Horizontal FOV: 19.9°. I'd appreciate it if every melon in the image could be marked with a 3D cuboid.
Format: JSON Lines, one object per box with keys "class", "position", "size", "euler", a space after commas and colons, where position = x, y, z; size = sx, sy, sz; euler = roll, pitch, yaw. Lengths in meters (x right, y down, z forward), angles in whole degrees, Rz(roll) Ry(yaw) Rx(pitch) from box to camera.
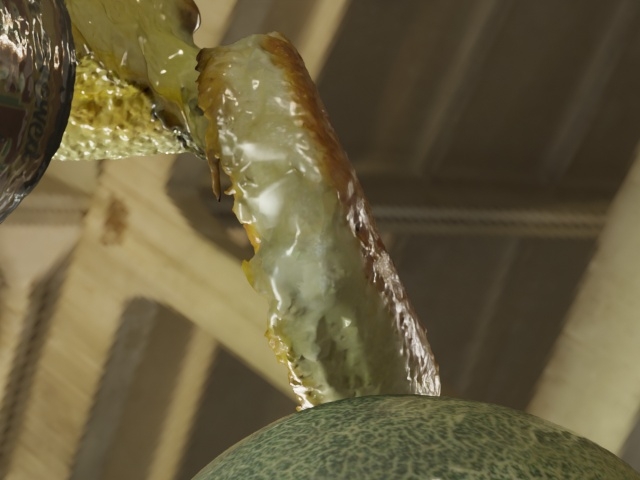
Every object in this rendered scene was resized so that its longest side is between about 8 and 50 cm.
{"class": "melon", "position": [0.053, 0.199, 0.915], "size": [0.329, 0.248, 0.249], "euler": [-1, -63, -42]}

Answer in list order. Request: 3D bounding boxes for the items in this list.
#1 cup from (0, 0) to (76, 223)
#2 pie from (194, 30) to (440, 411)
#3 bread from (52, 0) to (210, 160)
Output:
{"class": "cup", "position": [-0.273, -0.065, 0.901], "size": [0.257, 0.227, 0.301], "euler": [22, -112, -76]}
{"class": "pie", "position": [0.000, 0.000, 1.191], "size": [0.092, 0.315, 0.315], "euler": [-20, -40, 4]}
{"class": "bread", "position": [-0.186, -0.143, 1.288], "size": [0.133, 0.174, 0.251], "euler": [-24, -25, 23]}
